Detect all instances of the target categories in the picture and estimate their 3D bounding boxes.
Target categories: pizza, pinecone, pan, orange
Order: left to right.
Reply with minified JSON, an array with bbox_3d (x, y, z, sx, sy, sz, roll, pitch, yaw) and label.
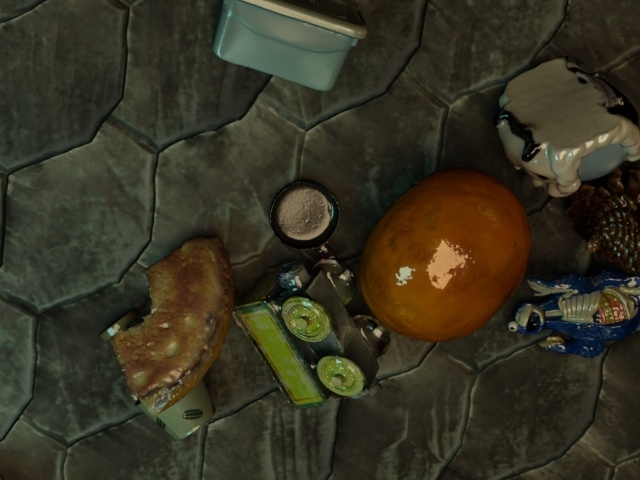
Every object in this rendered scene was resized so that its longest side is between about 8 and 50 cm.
[{"bbox_3d":[-0.216,0.125,1.643,0.161,0.085,0.305,12,65,15],"label":"pizza"},{"bbox_3d":[0.000,0.000,1.718,0.115,0.040,0.212,-32,102,1],"label":"pan"},{"bbox_3d":[0.192,0.025,1.632,0.226,0.284,0.284,42,99,18],"label":"orange"},{"bbox_3d":[0.516,-0.036,1.717,0.212,0.185,0.168,-7,150,-41],"label":"pinecone"}]

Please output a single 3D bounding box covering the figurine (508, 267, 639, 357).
[{"bbox_3d":[0.448,0.113,1.790,0.262,0.121,0.164,1,119,4],"label":"figurine"}]

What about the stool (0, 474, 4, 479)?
[{"bbox_3d":[-0.565,0.517,1.685,0.170,0.243,0.270,-24,109,-1],"label":"stool"}]

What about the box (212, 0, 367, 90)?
[{"bbox_3d":[-0.053,-0.318,1.557,0.227,0.162,0.130,17,114,-13],"label":"box"}]

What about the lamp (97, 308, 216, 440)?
[{"bbox_3d":[-0.261,0.212,1.708,0.121,0.121,0.215,-37,95,4],"label":"lamp"}]

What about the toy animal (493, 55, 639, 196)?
[{"bbox_3d":[0.386,-0.163,1.658,0.204,0.208,0.156,-30,134,1],"label":"toy animal"}]

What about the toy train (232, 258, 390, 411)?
[{"bbox_3d":[-0.007,0.147,1.695,0.177,0.134,0.261,-16,113,38],"label":"toy train"}]
